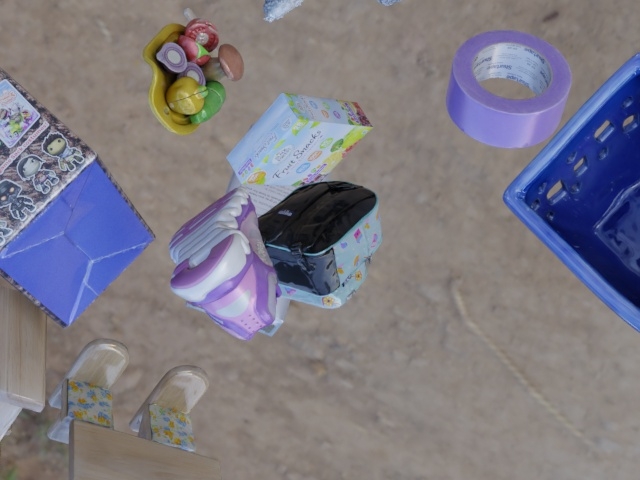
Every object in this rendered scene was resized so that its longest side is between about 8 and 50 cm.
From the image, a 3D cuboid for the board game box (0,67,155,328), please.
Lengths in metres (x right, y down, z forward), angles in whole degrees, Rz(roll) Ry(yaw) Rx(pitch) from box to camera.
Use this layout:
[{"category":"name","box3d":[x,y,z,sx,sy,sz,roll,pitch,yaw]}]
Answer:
[{"category":"board game box","box3d":[-0.339,-0.080,1.206,0.291,0.141,0.232,40,169,18]}]

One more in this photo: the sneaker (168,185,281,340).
[{"category":"sneaker","box3d":[-0.086,0.026,1.166,0.104,0.095,0.236,48,-169,-18]}]

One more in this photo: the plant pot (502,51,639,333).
[{"category":"plant pot","box3d":[0.383,-0.033,1.354,0.236,0.236,0.212,47,-173,25]}]

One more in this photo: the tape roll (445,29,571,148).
[{"category":"tape roll","box3d":[0.297,-0.241,1.871,0.189,0.189,0.080,23,145,13]}]

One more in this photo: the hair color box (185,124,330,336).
[{"category":"hair color box","box3d":[-0.116,-0.021,2.338,0.185,0.374,0.113,21,155,-8]}]

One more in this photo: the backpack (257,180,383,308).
[{"category":"backpack","box3d":[0.000,0.000,1.691,0.166,0.188,0.144,11,134,34]}]

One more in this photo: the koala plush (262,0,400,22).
[{"category":"koala plush","box3d":[-0.003,-0.407,1.634,0.203,0.221,0.196,39,153,44]}]

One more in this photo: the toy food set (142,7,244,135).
[{"category":"toy food set","box3d":[-0.154,-0.229,1.542,0.071,0.218,0.128,-16,118,27]}]

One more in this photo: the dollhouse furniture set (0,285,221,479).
[{"category":"dollhouse furniture set","box3d":[-0.279,0.256,1.492,0.394,0.362,0.256,22,123,-27]}]

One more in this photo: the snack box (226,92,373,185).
[{"category":"snack box","box3d":[-0.036,-0.174,2.096,0.174,0.207,0.070,-46,62,31]}]
